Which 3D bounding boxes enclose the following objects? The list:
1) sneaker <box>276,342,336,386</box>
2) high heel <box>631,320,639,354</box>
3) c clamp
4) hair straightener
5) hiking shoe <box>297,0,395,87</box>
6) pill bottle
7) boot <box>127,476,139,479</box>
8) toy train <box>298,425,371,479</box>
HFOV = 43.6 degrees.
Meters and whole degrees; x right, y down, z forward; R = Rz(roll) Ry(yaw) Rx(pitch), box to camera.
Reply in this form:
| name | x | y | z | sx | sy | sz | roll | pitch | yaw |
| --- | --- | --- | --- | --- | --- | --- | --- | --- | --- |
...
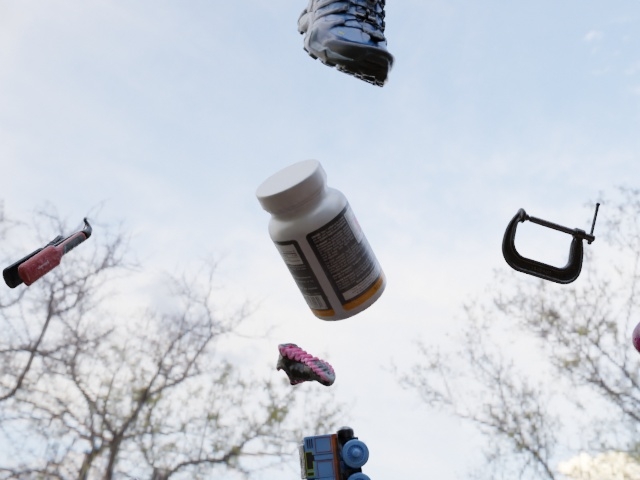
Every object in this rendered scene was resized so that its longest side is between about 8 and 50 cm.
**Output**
| name | x | y | z | sx | sy | sz | roll | pitch | yaw |
| --- | --- | --- | --- | --- | --- | --- | --- | --- | --- |
| sneaker | -0.026 | 0.206 | 1.252 | 0.119 | 0.057 | 0.047 | 26 | 12 | 40 |
| high heel | 0.592 | 0.211 | 1.349 | 0.377 | 0.127 | 0.181 | 9 | -46 | -38 |
| c clamp | 0.346 | -0.004 | 1.209 | 0.161 | 0.137 | 0.022 | 11 | -10 | -16 |
| hair straightener | -0.496 | 0.017 | 1.448 | 0.089 | 0.230 | 0.047 | -10 | -65 | 26 |
| hiking shoe | 0.040 | -0.318 | 1.133 | 0.113 | 0.304 | 0.132 | 17 | -66 | -25 |
| pill bottle | 0.000 | 0.000 | 1.488 | 0.162 | 0.162 | 0.278 | -16 | -66 | 27 |
| boot | -0.248 | 0.443 | 1.013 | 0.179 | 0.236 | 0.085 | 39 | -3 | -5 |
| toy train | 0.024 | 0.375 | 1.203 | 0.105 | 0.184 | 0.080 | -5 | -17 | -6 |
